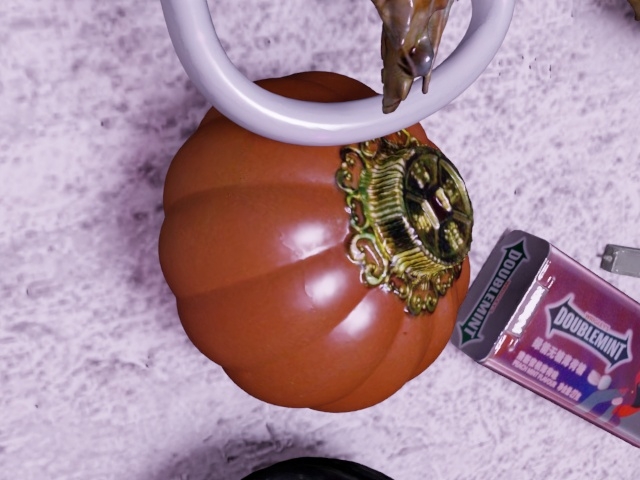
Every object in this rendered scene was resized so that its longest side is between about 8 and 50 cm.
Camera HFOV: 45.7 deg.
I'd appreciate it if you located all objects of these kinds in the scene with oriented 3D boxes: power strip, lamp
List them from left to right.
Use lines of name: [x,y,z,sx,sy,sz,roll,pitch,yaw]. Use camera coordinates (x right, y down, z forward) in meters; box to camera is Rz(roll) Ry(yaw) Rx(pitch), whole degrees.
lamp: [0.000,0.000,0.497,0.223,0.196,0.223,15,68,-43]
power strip: [0.294,0.020,0.705,0.083,0.017,0.027,9,100,-22]

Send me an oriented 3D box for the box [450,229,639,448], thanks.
box: [0.232,0.092,0.674,0.224,0.069,0.120,28,93,-25]

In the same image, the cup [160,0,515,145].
cup: [0.012,-0.233,0.391,0.274,0.259,0.357,-15,98,-18]

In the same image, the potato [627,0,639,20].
potato: [0.362,-0.250,0.536,0.301,0.237,0.289,42,87,-25]

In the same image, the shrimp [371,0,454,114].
shrimp: [0.005,-0.158,0.278,0.143,0.052,0.251,-11,121,-9]

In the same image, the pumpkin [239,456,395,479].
pumpkin: [-0.038,0.293,0.559,0.295,0.296,0.296,-5,106,-19]
